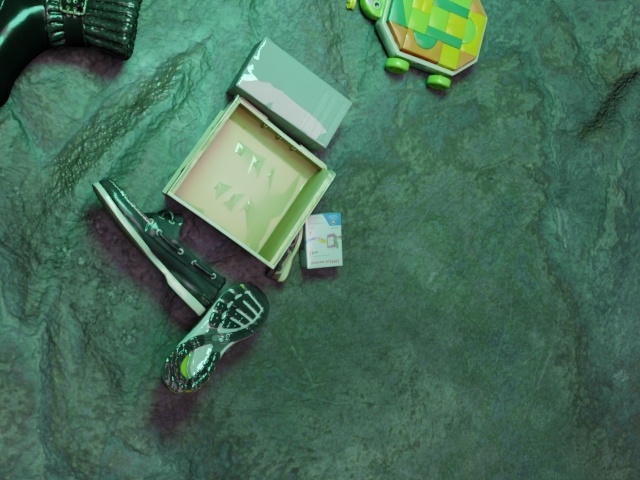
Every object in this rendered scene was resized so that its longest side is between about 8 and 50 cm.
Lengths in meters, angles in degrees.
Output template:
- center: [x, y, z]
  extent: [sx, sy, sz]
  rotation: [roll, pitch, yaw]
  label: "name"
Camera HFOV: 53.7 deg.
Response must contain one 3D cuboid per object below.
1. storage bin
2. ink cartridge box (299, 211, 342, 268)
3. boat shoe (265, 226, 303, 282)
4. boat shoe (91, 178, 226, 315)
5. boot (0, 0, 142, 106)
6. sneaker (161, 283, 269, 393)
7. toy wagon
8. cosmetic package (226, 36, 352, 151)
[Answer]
- center: [-0.145, -0.125, 1.324]
  extent: [0.262, 0.123, 0.260]
  rotation: [37, 81, -20]
  label: "storage bin"
- center: [0.000, 0.000, 1.429]
  extent: [0.089, 0.052, 0.122]
  rotation: [-5, 97, -22]
  label: "ink cartridge box"
- center: [-0.080, 0.018, 1.395]
  extent: [0.049, 0.056, 0.152]
  rotation: [17, 90, -23]
  label: "boat shoe"
- center: [-0.310, -0.004, 1.266]
  extent: [0.113, 0.127, 0.340]
  rotation: [-42, 109, -15]
  label: "boat shoe"
- center: [-0.484, -0.368, 1.167]
  extent: [0.260, 0.131, 0.347]
  rotation: [18, 87, -22]
  label: "boot"
- center: [-0.229, 0.200, 1.327]
  extent: [0.300, 0.121, 0.111]
  rotation: [-42, 97, -34]
  label: "sneaker"
- center: [0.226, -0.518, 1.474]
  extent: [0.345, 0.068, 0.267]
  rotation: [14, 88, -22]
  label: "toy wagon"
- center: [-0.067, -0.307, 1.356]
  extent: [0.238, 0.107, 0.127]
  rotation: [34, 81, -17]
  label: "cosmetic package"
